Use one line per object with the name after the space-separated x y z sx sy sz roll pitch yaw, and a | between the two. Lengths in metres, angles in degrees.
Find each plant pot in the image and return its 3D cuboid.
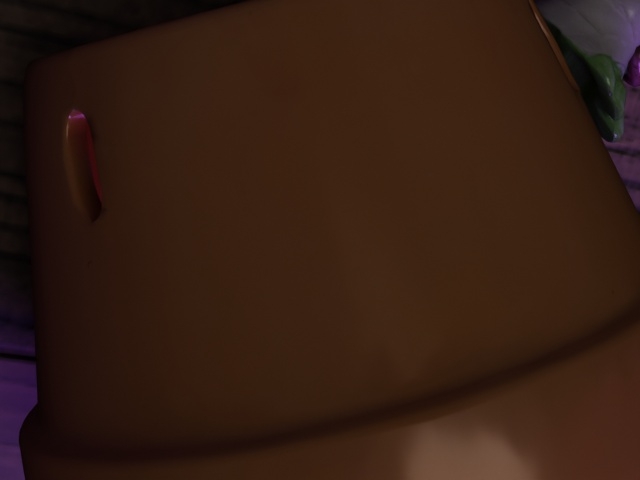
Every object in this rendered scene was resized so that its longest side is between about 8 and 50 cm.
0.000 0.000 0.599 0.291 0.291 0.203 -18 99 -20 | plant pot

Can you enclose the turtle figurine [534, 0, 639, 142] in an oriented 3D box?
0.237 -0.111 0.709 0.266 0.198 0.275 -34 117 -8 | turtle figurine
